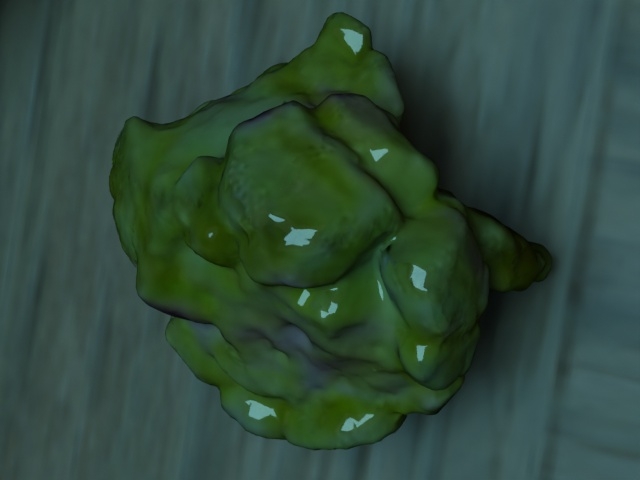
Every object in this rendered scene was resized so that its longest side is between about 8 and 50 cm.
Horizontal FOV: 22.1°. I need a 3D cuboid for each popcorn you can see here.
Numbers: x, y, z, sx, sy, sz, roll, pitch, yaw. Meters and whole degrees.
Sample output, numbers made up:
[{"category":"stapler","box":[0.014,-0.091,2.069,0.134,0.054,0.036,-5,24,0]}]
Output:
[{"category":"popcorn","box":[-0.002,0.000,0.416,0.109,0.089,0.097,12,129,30]}]
